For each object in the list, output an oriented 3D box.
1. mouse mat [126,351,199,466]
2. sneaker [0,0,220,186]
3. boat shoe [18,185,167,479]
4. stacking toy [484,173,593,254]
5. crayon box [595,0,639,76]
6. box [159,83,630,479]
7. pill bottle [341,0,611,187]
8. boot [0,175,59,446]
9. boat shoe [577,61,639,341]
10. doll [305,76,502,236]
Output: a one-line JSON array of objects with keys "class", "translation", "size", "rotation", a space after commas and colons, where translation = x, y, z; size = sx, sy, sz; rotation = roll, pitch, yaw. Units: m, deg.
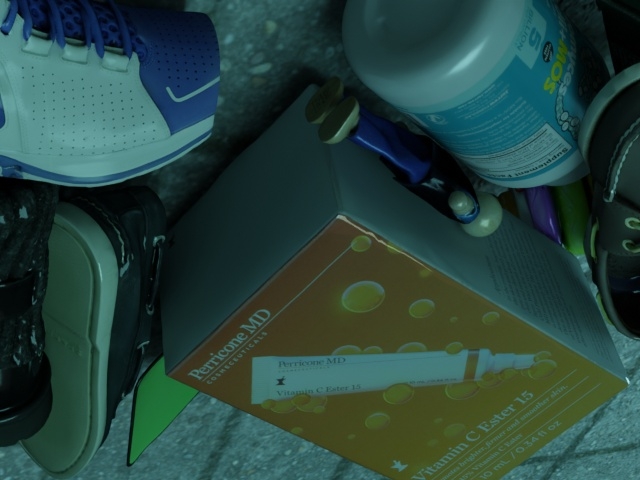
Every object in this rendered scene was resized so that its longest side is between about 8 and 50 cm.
[{"class": "mouse mat", "translation": [-0.120, 0.114, 1.143], "size": [0.189, 0.007, 0.152], "rotation": [-46, 161, -39]}, {"class": "sneaker", "translation": [-0.209, -0.134, 0.781], "size": [0.316, 0.127, 0.182], "rotation": [-7, 141, -23]}, {"class": "boat shoe", "translation": [-0.200, 0.079, 1.058], "size": [0.113, 0.127, 0.340], "rotation": [-37, 152, -41]}, {"class": "stacking toy", "translation": [0.245, -0.042, 1.184], "size": [0.302, 0.175, 0.165], "rotation": [-14, 137, 5]}, {"class": "crayon box", "translation": [0.375, -0.230, 1.000], "size": [0.318, 0.081, 0.202], "rotation": [-45, 145, -7]}, {"class": "box", "translation": [0.061, 0.061, 1.054], "size": [0.345, 0.168, 0.215], "rotation": [30, 121, -31]}, {"class": "pill bottle", "translation": [0.143, -0.134, 0.986], "size": [0.146, 0.146, 0.264], "rotation": [-40, 143, 16]}, {"class": "boot", "translation": [-0.363, 0.041, 0.890], "size": [0.348, 0.131, 0.260], "rotation": [-7, 134, -15]}, {"class": "boat shoe", "translation": [0.271, -0.023, 0.988], "size": [0.117, 0.096, 0.324], "rotation": [-8, 150, 3]}, {"class": "doll", "translation": [0.075, -0.059, 0.943], "size": [0.189, 0.129, 0.046], "rotation": [31, 106, -31]}]
